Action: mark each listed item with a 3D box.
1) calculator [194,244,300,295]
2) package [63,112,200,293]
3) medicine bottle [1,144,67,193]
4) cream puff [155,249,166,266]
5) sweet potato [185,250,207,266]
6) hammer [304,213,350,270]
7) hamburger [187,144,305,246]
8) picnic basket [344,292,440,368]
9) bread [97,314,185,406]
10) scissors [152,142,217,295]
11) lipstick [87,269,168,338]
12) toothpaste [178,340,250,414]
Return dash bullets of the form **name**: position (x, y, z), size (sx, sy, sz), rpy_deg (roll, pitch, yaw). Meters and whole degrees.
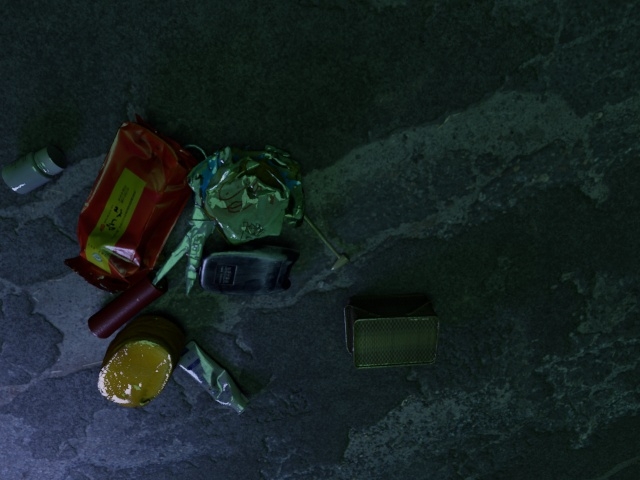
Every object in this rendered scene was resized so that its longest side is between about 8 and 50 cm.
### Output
- **calculator**: position (-0.193, 0.080, 1.209), size (0.268, 0.040, 0.177), rpy_deg (2, 131, -17)
- **package**: position (-0.461, -0.079, 1.128), size (0.196, 0.123, 0.423), rpy_deg (32, 102, 13)
- **medicine bottle**: position (-0.701, -0.176, 1.132), size (0.130, 0.080, 0.080), rpy_deg (-26, 109, 5)
- **cream puff**: position (-0.460, 0.034, 1.233), size (0.083, 0.058, 0.083), rpy_deg (-4, 108, -1)
- **sweet potato**: position (-0.256, 0.075, 1.263), size (0.255, 0.058, 0.078), rpy_deg (15, 87, -13)
- **hammer**: position (0.000, 0.000, 1.272), size (0.060, 0.028, 0.195), rpy_deg (-36, 105, 16)
- **hamburger**: position (-0.161, -0.113, 1.122), size (0.276, 0.150, 0.260), rpy_deg (-21, 106, -9)
- **picnic basket**: position (0.204, 0.256, 1.311), size (0.266, 0.139, 0.165), rpy_deg (-2, 110, -3)
- **bread**: position (-0.504, 0.338, 1.295), size (0.195, 0.142, 0.270), rpy_deg (33, 107, -16)
- **scissors**: position (-0.317, -0.039, 1.197), size (0.256, 0.029, 0.383), rpy_deg (27, 95, -12)
- **lipstick**: position (-0.532, 0.177, 1.270), size (0.241, 0.080, 0.080), rpy_deg (-38, 108, 9)
- **toothpaste**: position (-0.324, 0.418, 1.389), size (0.096, 0.061, 0.266), rpy_deg (-41, 100, 12)
